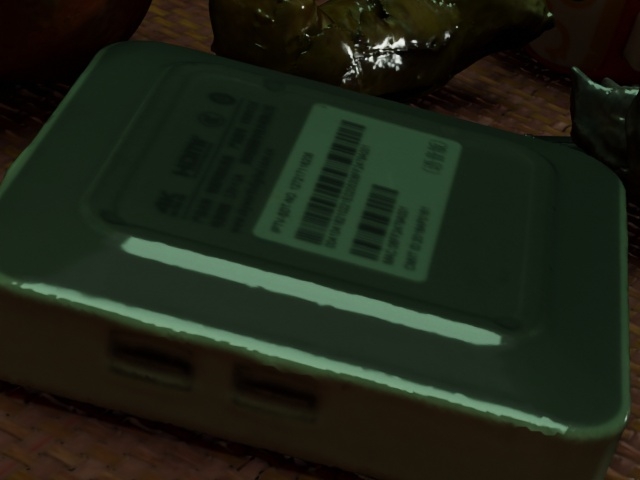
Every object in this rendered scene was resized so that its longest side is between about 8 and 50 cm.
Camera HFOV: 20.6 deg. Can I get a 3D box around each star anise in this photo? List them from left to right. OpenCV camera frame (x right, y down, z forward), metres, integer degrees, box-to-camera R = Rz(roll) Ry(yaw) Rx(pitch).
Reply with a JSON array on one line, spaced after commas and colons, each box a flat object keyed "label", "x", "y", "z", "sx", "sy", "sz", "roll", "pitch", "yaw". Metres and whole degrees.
[{"label": "star anise", "x": 0.285, "y": -0.044, "z": 1.250, "sx": 0.236, "sy": 0.109, "sz": 0.223, "roll": 21, "pitch": 2, "yaw": 22}]

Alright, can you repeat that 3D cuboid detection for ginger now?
[{"label": "ginger", "x": 0.033, "y": -0.154, "z": 1.331, "sx": 0.309, "sy": 0.133, "sz": 0.107, "roll": -10, "pitch": 52, "yaw": -47}]

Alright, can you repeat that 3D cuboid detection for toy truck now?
[{"label": "toy truck", "x": 0.285, "y": -0.205, "z": 1.482, "sx": 0.265, "sy": 0.189, "sz": 0.239, "roll": -5, "pitch": 48, "yaw": -17}]

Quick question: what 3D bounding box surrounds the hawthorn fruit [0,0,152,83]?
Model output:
[{"label": "hawthorn fruit", "x": -0.221, "y": -0.249, "z": 1.223, "sx": 0.295, "sy": 0.295, "sz": 0.311, "roll": 33, "pitch": 34, "yaw": 32}]

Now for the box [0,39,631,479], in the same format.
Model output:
[{"label": "box", "x": 0.000, "y": 0.000, "z": 1.068, "sx": 0.373, "sy": 0.090, "sz": 0.367, "roll": 15, "pitch": 27, "yaw": 1}]

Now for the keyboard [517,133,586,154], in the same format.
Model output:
[{"label": "keyboard", "x": 0.236, "y": -0.063, "z": 1.368, "sx": 0.204, "sy": 0.013, "sz": 0.061, "roll": 1, "pitch": 31, "yaw": -24}]
